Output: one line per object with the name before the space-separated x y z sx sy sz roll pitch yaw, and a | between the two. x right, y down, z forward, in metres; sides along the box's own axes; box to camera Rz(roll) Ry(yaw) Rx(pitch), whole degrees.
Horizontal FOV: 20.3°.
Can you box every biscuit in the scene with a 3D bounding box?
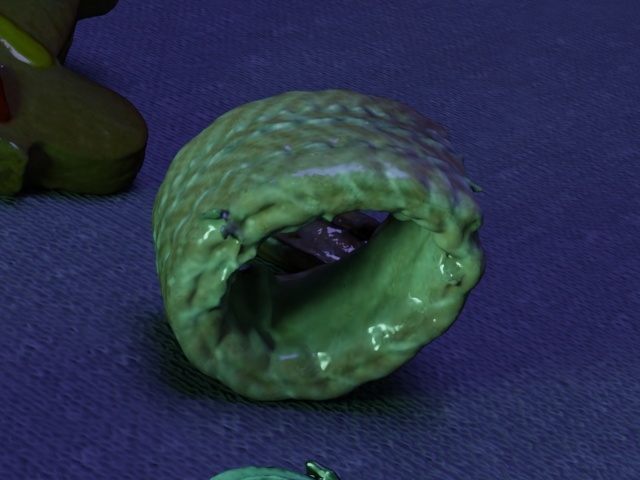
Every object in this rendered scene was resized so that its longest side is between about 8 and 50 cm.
biscuit | -0.313 -0.206 1.566 0.368 0.076 0.394 19 39 -15

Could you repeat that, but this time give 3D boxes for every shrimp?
shrimp | 0.011 0.001 1.486 0.254 0.059 0.145 24 16 32

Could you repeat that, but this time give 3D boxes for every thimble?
thimble | -0.004 0.005 1.284 0.229 0.196 0.148 -5 32 -8

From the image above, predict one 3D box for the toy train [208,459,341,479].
toy train | -0.010 0.240 0.835 0.299 0.167 0.238 22 31 19
